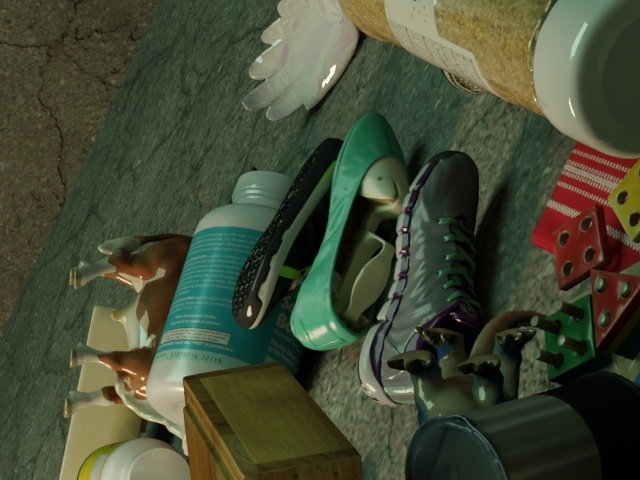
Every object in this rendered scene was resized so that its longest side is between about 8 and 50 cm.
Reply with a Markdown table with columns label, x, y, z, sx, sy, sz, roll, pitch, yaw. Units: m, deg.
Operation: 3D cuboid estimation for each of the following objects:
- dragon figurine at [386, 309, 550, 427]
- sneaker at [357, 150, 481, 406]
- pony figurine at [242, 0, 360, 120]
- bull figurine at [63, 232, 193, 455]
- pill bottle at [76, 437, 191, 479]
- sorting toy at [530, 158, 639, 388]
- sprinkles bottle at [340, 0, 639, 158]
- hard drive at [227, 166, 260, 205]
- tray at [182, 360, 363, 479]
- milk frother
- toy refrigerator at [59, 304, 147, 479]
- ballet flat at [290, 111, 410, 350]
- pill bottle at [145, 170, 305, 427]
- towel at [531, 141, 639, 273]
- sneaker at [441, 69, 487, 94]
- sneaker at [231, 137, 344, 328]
| label | x | y | z | sx | sy | sz | roll | pitch | yaw |
| --- | --- | --- | --- | --- | --- | --- | --- | --- | --- |
| dragon figurine | 0.101 | 0.134 | 1.126 | 0.289 | 0.085 | 0.144 | -36 | -56 | -71 |
| sneaker | 0.109 | 0.034 | 1.387 | 0.098 | 0.083 | 0.223 | 4 | 74 | 50 |
| pony figurine | -0.023 | -0.370 | 2.017 | 0.351 | 0.303 | 0.363 | -40 | 15 | 38 |
| bull figurine | -0.184 | 0.118 | 1.869 | 0.101 | 0.188 | 0.310 | 108 | 163 | -46 |
| pill bottle | -0.208 | 0.277 | 1.916 | 0.184 | 0.103 | 0.103 | -23 | 46 | 65 |
| sorting toy | 0.184 | 0.068 | 1.065 | 0.132 | 0.046 | 0.274 | -35 | 45 | 46 |
| sprinkles bottle | 0.136 | -0.163 | 1.217 | 0.121 | 0.121 | 0.355 | -64 | 31 | 7 |
| hard drive | -0.122 | 0.053 | 2.036 | 0.254 | 0.054 | 0.172 | -57 | 19 | 29 |
| tray | -0.017 | 0.301 | 1.041 | 0.203 | 0.076 | 0.411 | -143 | 47 | -72 |
| milk frother | 0.147 | 0.146 | 0.940 | 0.143 | 0.135 | 0.129 | -8 | 92 | 51 |
| toy refrigerator | -0.259 | 0.226 | 2.076 | 0.102 | 0.094 | 0.269 | 116 | 164 | -72 |
| ballet flat | 0.047 | -0.008 | 1.610 | 0.087 | 0.083 | 0.247 | 1 | 66 | 45 |
| pill bottle | -0.077 | 0.064 | 1.737 | 0.146 | 0.146 | 0.264 | -33 | 37 | 60 |
| towel | 0.247 | -0.096 | 1.191 | 0.275 | 0.031 | 0.199 | -64 | 18 | 4 |
| sneaker | 0.182 | -0.225 | 1.365 | 0.343 | 0.134 | 0.146 | 125 | 153 | -51 |
| sneaker | 0.000 | 0.000 | 1.660 | 0.234 | 0.097 | 0.084 | -60 | 10 | -27 |
